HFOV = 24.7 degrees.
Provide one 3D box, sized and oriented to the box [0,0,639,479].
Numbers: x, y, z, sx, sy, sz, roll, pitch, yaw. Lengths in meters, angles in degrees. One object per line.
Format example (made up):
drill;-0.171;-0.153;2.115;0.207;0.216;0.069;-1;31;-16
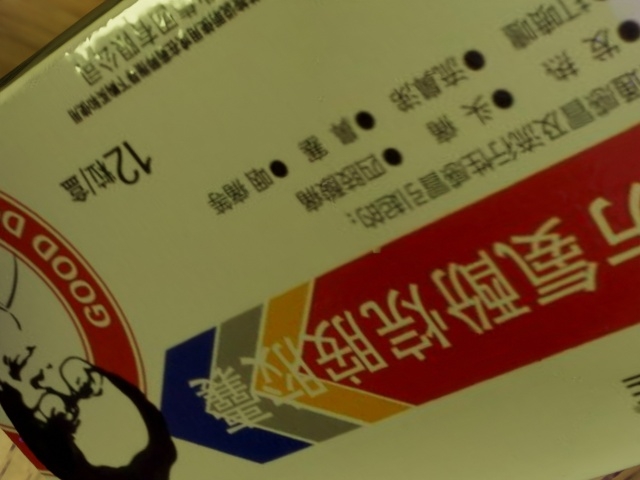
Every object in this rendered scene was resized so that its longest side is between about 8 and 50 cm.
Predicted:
box;0.000;0.000;0.499;0.353;0.069;0.214;-26;108;41
